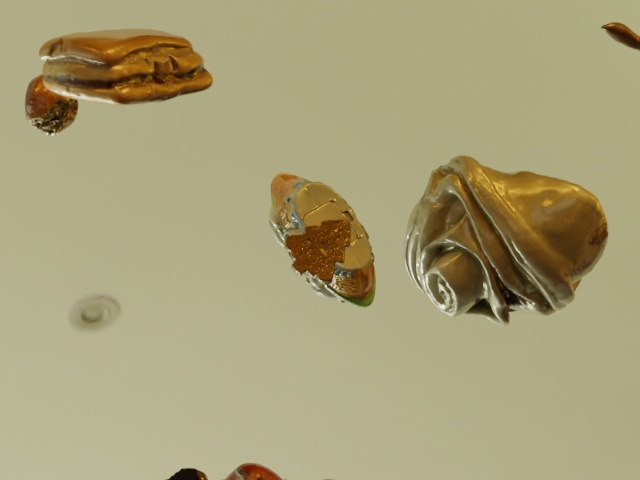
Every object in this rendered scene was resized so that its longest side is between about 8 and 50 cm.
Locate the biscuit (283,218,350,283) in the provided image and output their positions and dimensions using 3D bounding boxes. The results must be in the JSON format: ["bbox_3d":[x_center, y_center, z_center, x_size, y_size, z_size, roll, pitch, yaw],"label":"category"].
[{"bbox_3d":[0.002,0.007,1.388,0.092,0.082,0.016,-46,-21,-10],"label":"biscuit"}]

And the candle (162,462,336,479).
[{"bbox_3d":[0.031,0.157,0.617,0.048,0.051,0.329,-25,-25,24],"label":"candle"}]

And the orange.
[{"bbox_3d":[-0.344,-0.178,1.457,0.062,0.086,0.086,-3,-43,2],"label":"orange"}]

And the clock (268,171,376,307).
[{"bbox_3d":[0.000,0.000,1.573,0.103,0.231,0.144,-28,-14,-20],"label":"clock"}]

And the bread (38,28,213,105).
[{"bbox_3d":[-0.213,-0.197,1.268,0.200,0.116,0.077,-25,-61,-60],"label":"bread"}]

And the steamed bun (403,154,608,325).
[{"bbox_3d":[0.291,0.030,1.889,0.324,0.219,0.310,20,-25,9],"label":"steamed bun"}]

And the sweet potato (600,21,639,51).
[{"bbox_3d":[0.418,-0.270,1.520,0.115,0.026,0.026,17,-55,-27],"label":"sweet potato"}]
